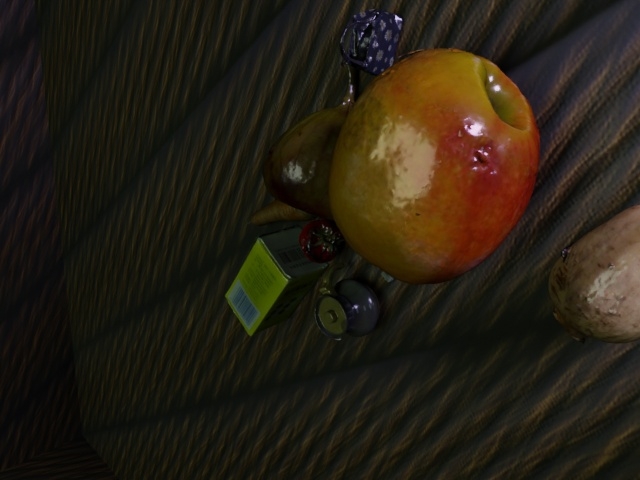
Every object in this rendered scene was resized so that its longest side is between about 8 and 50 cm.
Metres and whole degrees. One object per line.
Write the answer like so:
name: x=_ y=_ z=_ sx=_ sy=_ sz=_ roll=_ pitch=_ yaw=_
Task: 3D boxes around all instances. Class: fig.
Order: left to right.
fig: x=0.021 y=-0.206 z=1.088 sx=0.217 sy=0.217 sz=0.320 roll=25 pitch=97 yaw=39

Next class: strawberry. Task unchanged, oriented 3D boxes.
strawberry: x=-0.001 y=0.000 z=1.222 sx=0.106 sy=0.106 sz=0.106 roll=16 pitch=113 yaw=42

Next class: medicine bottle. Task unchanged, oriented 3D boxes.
medicine bottle: x=-0.113 y=0.098 z=1.330 sx=0.141 sy=0.137 sz=0.250 roll=55 pitch=134 yaw=21

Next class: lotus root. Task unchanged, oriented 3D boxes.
lotus root: x=0.414 y=0.050 z=0.769 sx=0.154 sy=0.140 sz=0.256 roll=41 pitch=123 yaw=22

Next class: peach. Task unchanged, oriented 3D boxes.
peach: x=0.160 y=-0.107 z=0.873 sx=0.373 sy=0.290 sz=0.372 roll=20 pitch=118 yaw=44

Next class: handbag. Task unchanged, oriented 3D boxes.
handbag: x=0.079 y=-0.355 z=0.991 sx=0.072 sy=0.139 sz=0.115 roll=28 pitch=120 yaw=29

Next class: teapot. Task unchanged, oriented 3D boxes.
teapot: x=0.051 y=0.133 z=1.184 sx=0.130 sy=0.119 sz=0.165 roll=-27 pitch=81 yaw=46

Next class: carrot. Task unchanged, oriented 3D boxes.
carrot: x=-0.099 y=-0.070 z=1.317 sx=0.298 sy=0.078 sz=0.078 roll=-11 pitch=94 yaw=51

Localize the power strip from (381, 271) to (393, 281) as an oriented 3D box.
power strip: x=0.152 y=0.056 z=1.131 sx=0.027 sy=0.017 sz=0.083 roll=51 pitch=131 yaw=24
